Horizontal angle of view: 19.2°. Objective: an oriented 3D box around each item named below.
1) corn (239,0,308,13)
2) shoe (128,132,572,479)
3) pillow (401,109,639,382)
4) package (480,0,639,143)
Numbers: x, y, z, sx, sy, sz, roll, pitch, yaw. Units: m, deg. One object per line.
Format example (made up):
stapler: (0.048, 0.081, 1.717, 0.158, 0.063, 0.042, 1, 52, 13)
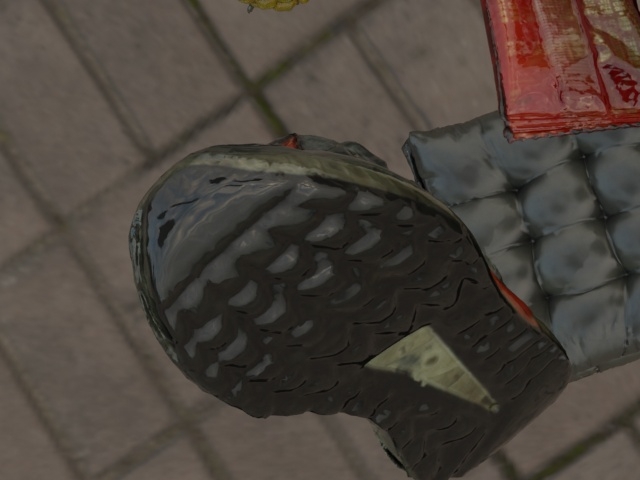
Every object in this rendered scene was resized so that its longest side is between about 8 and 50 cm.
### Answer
corn: (-0.079, -0.299, 1.332, 0.102, 0.102, 0.313, -24, 118, 7)
shoe: (0.000, 0.000, 0.935, 0.132, 0.336, 0.171, -42, 57, 9)
pillow: (0.234, -0.016, 1.401, 0.326, 0.101, 0.228, -17, 80, 14)
package: (0.107, -0.122, 0.871, 0.083, 0.022, 0.200, -2, 51, -9)
